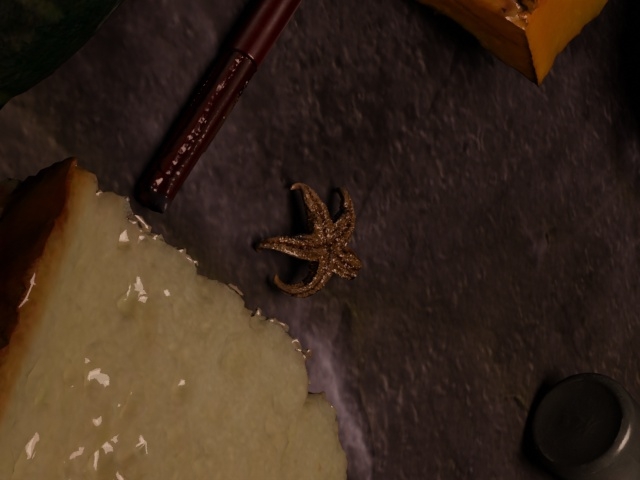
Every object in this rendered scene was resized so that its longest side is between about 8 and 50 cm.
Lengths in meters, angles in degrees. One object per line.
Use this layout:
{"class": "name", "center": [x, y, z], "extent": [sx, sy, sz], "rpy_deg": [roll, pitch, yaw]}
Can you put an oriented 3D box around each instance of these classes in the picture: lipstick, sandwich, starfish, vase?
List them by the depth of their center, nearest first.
{"class": "sandwich", "center": [-0.101, 0.151, 0.697], "extent": [0.325, 0.131, 0.262], "rpy_deg": [42, 49, -37]}
{"class": "lipstick", "center": [-0.060, -0.090, 0.838], "extent": [0.027, 0.027, 0.176], "rpy_deg": [49, 59, -35]}
{"class": "starfish", "center": [0.000, 0.000, 0.899], "extent": [0.078, 0.028, 0.091], "rpy_deg": [52, 51, -31]}
{"class": "vase", "center": [0.254, 0.188, 1.136], "extent": [0.214, 0.086, 0.086], "rpy_deg": [41, 62, -44]}

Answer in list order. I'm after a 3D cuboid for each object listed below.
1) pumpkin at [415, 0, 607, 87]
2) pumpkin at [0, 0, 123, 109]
{"class": "pumpkin", "center": [0.108, -0.217, 0.951], "extent": [0.131, 0.126, 0.248], "rpy_deg": [-64, 148, -17]}
{"class": "pumpkin", "center": [-0.200, -0.180, 0.527], "extent": [0.300, 0.207, 0.300], "rpy_deg": [0, 103, -2]}
